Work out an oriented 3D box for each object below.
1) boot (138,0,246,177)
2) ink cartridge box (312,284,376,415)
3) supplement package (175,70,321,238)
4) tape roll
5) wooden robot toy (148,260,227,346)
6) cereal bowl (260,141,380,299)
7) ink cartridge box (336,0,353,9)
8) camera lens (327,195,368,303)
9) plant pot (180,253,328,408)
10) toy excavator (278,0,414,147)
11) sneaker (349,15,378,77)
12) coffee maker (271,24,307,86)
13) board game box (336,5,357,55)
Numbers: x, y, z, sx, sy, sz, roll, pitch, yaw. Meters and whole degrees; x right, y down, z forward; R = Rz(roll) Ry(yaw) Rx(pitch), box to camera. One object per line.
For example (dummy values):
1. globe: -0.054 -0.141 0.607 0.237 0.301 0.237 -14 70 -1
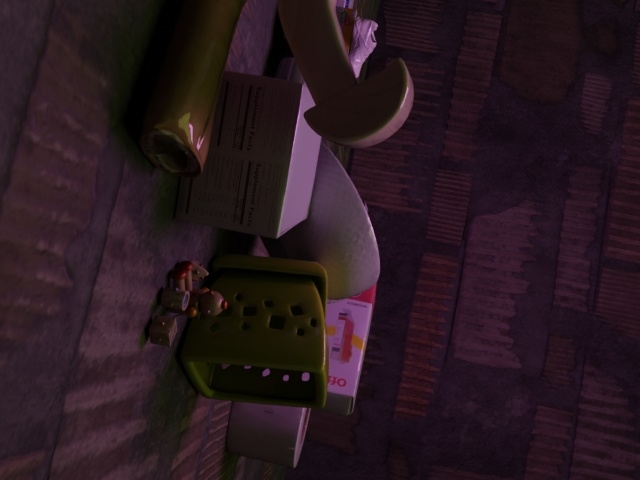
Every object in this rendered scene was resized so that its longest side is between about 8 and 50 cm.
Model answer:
1. boot: -0.129 -0.229 0.672 0.236 0.089 0.270 79 23 -73
2. ink cartridge box: -0.002 0.284 1.878 0.160 0.279 0.385 90 12 -57
3. supplement package: -0.090 -0.129 0.943 0.262 0.145 0.204 -49 149 -80
4. tape roll: -0.116 0.420 1.582 0.246 0.169 0.246 11 90 -85
5. wooden robot toy: -0.169 0.079 0.880 0.173 0.079 0.076 -69 168 -63
6. cereal bowl: -0.033 -0.028 1.224 0.339 0.141 0.339 54 -19 27
7. ink cartridge box: 0.045 -0.596 1.783 0.176 0.069 0.371 -62 164 -70
8. camera lens: 0.000 0.000 1.673 0.219 0.219 0.274 -67 167 -64
9. plant pot: -0.092 0.151 1.094 0.227 0.228 0.207 90 6 -60
10. toy excavator: 0.026 -0.395 0.760 0.445 0.433 0.222 -51 171 12
11. sneaker: 0.103 -0.469 1.570 0.054 0.061 0.152 -74 174 -54
12. coffee maker: -0.045 -0.335 1.256 0.171 0.120 0.178 179 -76 -72
13. board game box: 0.026 -0.499 1.575 0.026 0.103 0.154 34 66 -84
